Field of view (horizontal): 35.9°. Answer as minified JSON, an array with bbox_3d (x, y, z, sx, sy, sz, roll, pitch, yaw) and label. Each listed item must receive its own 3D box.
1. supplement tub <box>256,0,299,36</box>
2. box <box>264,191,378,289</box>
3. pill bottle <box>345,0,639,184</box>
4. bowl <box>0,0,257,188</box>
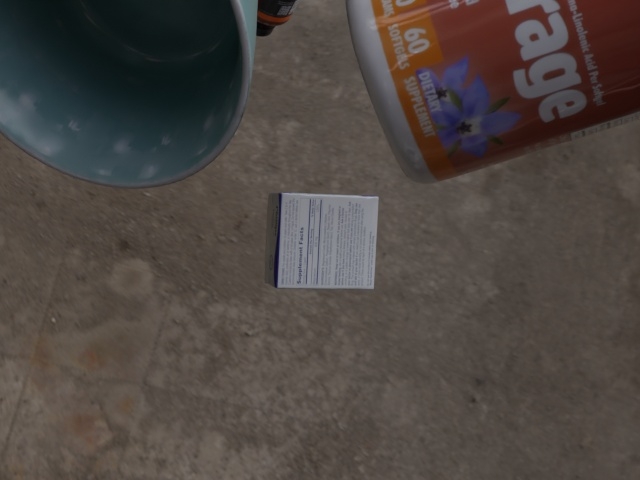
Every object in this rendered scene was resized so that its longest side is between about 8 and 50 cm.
[{"bbox_3d":[-0.080,-0.458,1.763,0.106,0.198,0.106,17,48,-20],"label":"supplement tub"},{"bbox_3d":[0.000,0.000,1.310,0.137,0.072,0.126,2,94,-18],"label":"box"},{"bbox_3d":[0.130,-0.114,0.490,0.216,0.121,0.121,-18,108,15],"label":"pill bottle"},{"bbox_3d":[-0.180,-0.218,0.890,0.311,0.311,0.163,55,34,-21],"label":"bowl"}]
